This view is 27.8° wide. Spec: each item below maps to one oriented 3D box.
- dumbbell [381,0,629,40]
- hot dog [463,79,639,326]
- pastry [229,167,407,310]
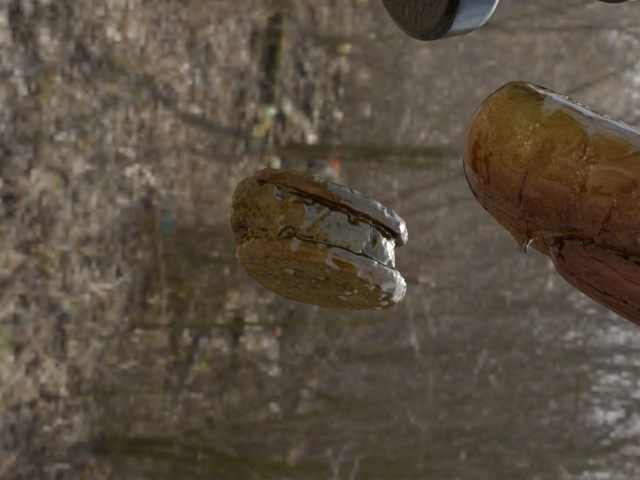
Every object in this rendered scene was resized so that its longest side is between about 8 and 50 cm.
[{"bbox_3d":[0.135,-0.190,0.820,0.100,0.191,0.100,37,-45,49],"label":"dumbbell"},{"bbox_3d":[0.126,0.021,0.340,0.047,0.215,0.066,-55,152,-7],"label":"hot dog"},{"bbox_3d":[0.000,0.000,0.714,0.097,0.109,0.057,148,-40,-69],"label":"pastry"}]
